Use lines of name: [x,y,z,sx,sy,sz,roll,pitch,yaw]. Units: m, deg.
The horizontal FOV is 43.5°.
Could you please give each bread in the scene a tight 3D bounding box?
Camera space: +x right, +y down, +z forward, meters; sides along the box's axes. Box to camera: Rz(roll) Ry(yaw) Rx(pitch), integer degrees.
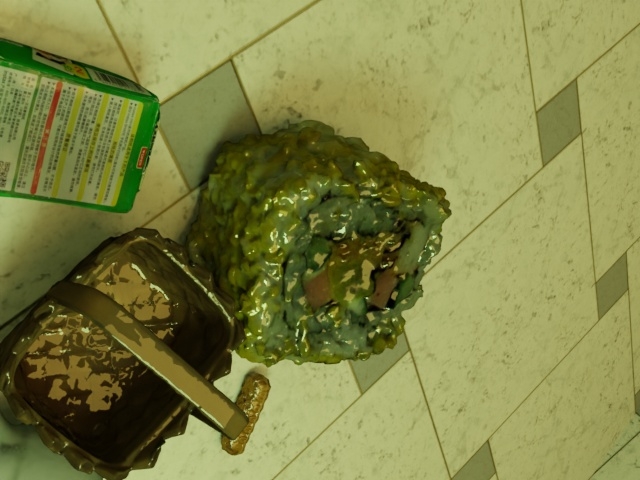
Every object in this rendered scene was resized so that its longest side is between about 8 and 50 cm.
bread: [-0.133,0.310,1.430,0.052,0.044,0.157,19,96,-43]

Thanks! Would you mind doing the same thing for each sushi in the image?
sushi: [0.000,0.000,1.268,0.396,0.240,0.352,5,107,-41]

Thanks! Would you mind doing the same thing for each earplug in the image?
earplug: [-0.420,0.298,1.046,0.325,0.175,0.214,56,29,-47]

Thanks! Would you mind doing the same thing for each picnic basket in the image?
picnic basket: [-0.243,0.144,1.015,0.254,0.321,0.291,48,68,-23]

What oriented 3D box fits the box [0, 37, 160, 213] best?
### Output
box: [-0.332,-0.137,0.993,0.250,0.103,0.180,9,103,-43]
